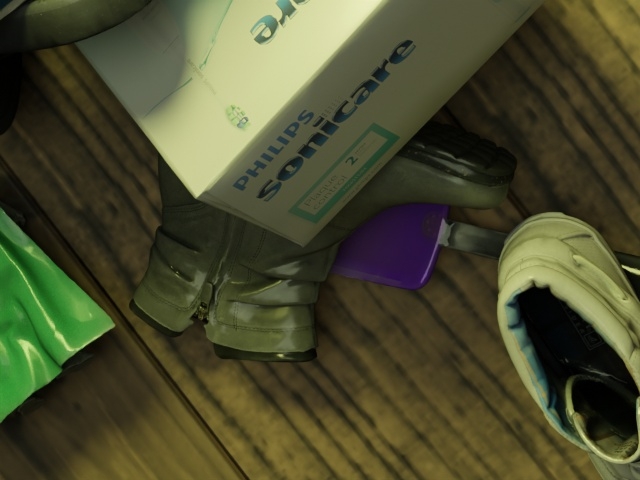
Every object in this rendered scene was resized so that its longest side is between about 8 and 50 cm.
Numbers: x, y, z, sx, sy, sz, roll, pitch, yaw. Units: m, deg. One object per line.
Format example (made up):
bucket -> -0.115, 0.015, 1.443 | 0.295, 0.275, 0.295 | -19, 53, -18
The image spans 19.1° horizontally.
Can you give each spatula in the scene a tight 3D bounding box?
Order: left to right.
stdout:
spatula -> 0.132, 0.008, 1.160 | 0.296, 0.030, 0.084 | 14, 92, 11

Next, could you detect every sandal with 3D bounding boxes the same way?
sandal -> -0.189, -0.112, 1.043 | 0.254, 0.097, 0.054 | 3, 125, 44

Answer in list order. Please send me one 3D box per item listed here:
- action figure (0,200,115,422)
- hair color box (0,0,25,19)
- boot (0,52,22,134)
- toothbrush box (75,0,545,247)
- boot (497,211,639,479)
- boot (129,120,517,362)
action figure -> -0.238, 0.003, 1.225 | 0.137, 0.063, 0.232 | -39, 79, 14
hair color box -> -0.200, -0.275, 1.039 | 0.174, 0.105, 0.347 | -38, 44, 3
boot -> -0.350, -0.134, 1.216 | 0.280, 0.096, 0.264 | -27, 85, 14
toothbrush box -> -0.044, -0.180, 1.083 | 0.216, 0.126, 0.295 | -46, 59, 12
boot -> 0.179, 0.110, 1.092 | 0.095, 0.123, 0.258 | -34, 98, 21
boot -> 0.000, 0.000, 1.161 | 0.246, 0.083, 0.161 | 10, 101, 27
